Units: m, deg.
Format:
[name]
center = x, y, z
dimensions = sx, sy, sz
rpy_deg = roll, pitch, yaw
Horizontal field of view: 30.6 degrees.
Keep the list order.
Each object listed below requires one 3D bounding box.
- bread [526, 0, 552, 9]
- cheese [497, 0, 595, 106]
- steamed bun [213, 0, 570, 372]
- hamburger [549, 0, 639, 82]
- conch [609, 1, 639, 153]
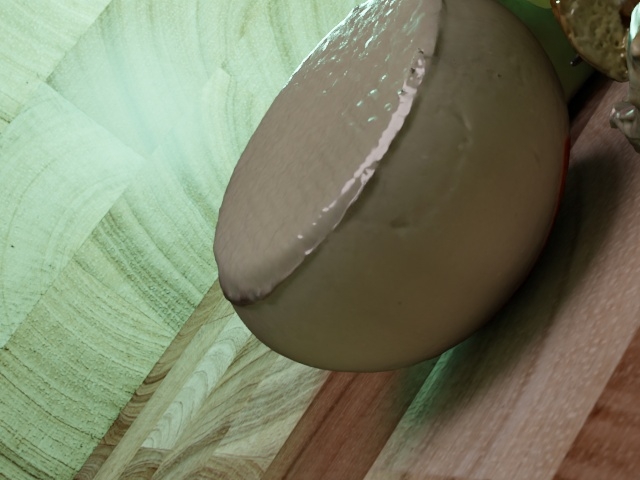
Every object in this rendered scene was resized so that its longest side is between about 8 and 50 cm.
[bread]
center = 0.346, -0.446, 1.580
dimensions = 0.163, 0.167, 0.264
rpy_deg = -39, 20, 55
[cheese]
center = 0.194, -0.154, 1.290
dimensions = 0.173, 0.251, 0.248
rpy_deg = -172, 84, -65
[steamed bun]
center = 0.079, -0.043, 1.065
dimensions = 0.374, 0.241, 0.374
rpy_deg = -48, 20, 23
[hamburger]
center = 0.301, -0.265, 1.047
dimensions = 0.330, 0.162, 0.209
rpy_deg = -53, 3, -11
[conch]
center = 0.277, -0.114, 0.665
dimensions = 0.291, 0.159, 0.210
rpy_deg = -44, -19, -27
